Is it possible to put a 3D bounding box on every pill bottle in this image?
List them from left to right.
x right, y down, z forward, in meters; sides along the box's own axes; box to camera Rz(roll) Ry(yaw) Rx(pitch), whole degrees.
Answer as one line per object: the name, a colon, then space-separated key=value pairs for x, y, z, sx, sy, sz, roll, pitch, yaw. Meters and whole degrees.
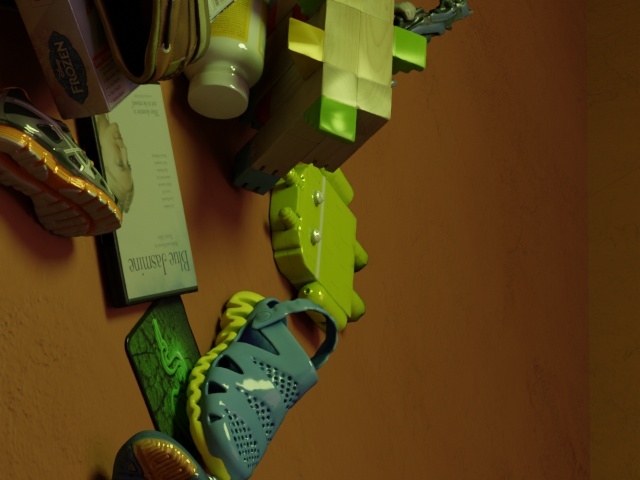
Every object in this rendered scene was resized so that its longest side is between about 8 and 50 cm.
pill bottle: x=-0.119 y=-0.246 z=2.077 sx=0.103 sy=0.103 sz=0.184 roll=51 pitch=36 yaw=-51

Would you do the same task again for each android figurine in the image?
android figurine: x=0.000 y=0.000 z=2.339 sx=0.273 sy=0.056 sz=0.248 roll=54 pitch=34 yaw=-51

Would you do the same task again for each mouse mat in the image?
mouse mat: x=-0.166 y=0.161 z=1.928 sx=0.152 sy=0.007 sz=0.190 roll=-58 pitch=135 yaw=-59

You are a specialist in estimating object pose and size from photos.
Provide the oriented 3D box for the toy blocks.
toy blocks: x=-0.012 y=-0.227 z=2.152 sx=0.190 sy=0.261 sz=0.381 roll=18 pitch=57 yaw=-23

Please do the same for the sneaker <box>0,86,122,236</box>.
sneaker: x=-0.264 y=-0.074 z=1.685 sx=0.215 sy=0.084 sz=0.083 roll=51 pitch=32 yaw=-50

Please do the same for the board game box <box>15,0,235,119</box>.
board game box: x=-0.222 y=-0.333 z=1.724 sx=0.319 sy=0.066 sz=0.318 roll=-52 pitch=130 yaw=-54

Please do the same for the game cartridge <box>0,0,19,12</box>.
game cartridge: x=-0.333 y=-0.346 z=1.655 sx=0.355 sy=0.068 sz=0.230 roll=1 pitch=76 yaw=-68

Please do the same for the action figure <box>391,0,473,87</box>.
action figure: x=0.044 y=-0.330 z=2.409 sx=0.341 sy=0.178 sz=0.330 roll=-24 pitch=113 yaw=-35

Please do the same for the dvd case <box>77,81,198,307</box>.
dvd case: x=-0.206 y=-0.056 z=1.889 sx=0.180 sy=0.022 sz=0.253 roll=-10 pitch=90 yaw=-68

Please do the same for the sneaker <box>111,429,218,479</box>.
sneaker: x=-0.147 y=0.299 z=1.825 sx=0.131 sy=0.112 sz=0.296 roll=-99 pitch=168 yaw=-54

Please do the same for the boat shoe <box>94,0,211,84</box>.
boat shoe: x=-0.178 y=-0.302 z=1.608 sx=0.104 sy=0.110 sz=0.307 roll=-42 pitch=122 yaw=-57

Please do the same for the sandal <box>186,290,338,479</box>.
sandal: x=-0.066 y=0.161 z=1.987 sx=0.317 sy=0.138 sz=0.126 roll=-73 pitch=149 yaw=-50
